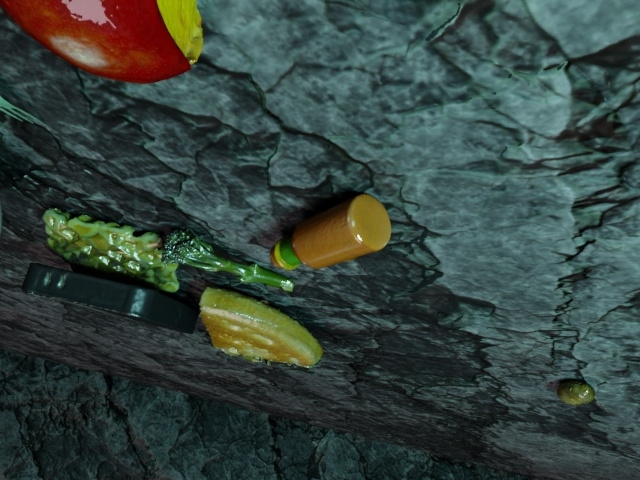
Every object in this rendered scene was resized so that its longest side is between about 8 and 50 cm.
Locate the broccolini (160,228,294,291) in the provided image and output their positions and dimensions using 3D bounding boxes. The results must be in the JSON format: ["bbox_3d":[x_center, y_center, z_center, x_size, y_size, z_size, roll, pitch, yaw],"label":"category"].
[{"bbox_3d":[-0.134,0.033,0.776,0.216,0.058,0.067,18,-172,-23],"label":"broccolini"}]

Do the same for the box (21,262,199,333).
[{"bbox_3d":[-0.365,0.116,0.934,0.212,0.058,0.350,14,166,2],"label":"box"}]

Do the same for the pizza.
[{"bbox_3d":[-0.134,0.173,0.980,0.290,0.081,0.229,31,142,-28],"label":"pizza"}]

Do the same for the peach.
[{"bbox_3d":[-0.149,-0.170,0.333,0.151,0.151,0.118,14,108,0],"label":"peach"}]

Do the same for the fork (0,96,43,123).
[{"bbox_3d":[-0.343,-0.185,0.478,0.039,0.021,0.235,7,152,7],"label":"fork"}]

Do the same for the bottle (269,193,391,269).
[{"bbox_3d":[0.000,0.000,0.618,0.069,0.069,0.187,31,149,-30],"label":"bottle"}]

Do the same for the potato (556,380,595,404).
[{"bbox_3d":[0.486,0.289,0.955,0.051,0.040,0.083,38,157,3],"label":"potato"}]

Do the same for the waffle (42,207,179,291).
[{"bbox_3d":[-0.351,0.030,0.846,0.224,0.054,0.204,14,153,-1],"label":"waffle"}]
